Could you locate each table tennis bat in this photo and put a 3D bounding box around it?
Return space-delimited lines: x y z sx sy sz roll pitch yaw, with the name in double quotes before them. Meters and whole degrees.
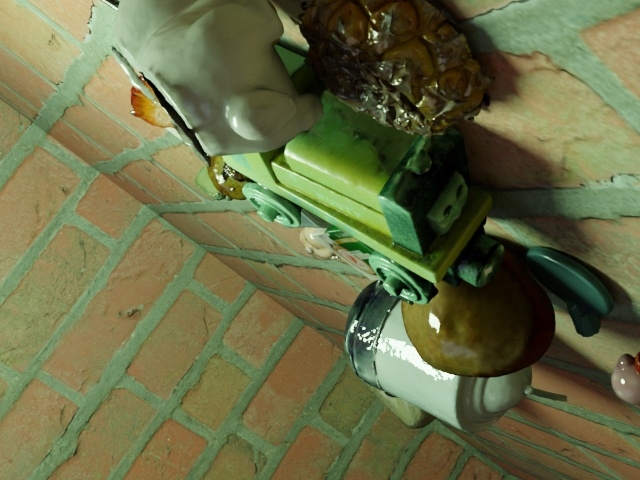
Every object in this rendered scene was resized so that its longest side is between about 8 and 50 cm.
"table tennis bat" 0.328 0.072 1.149 0.124 0.033 0.201 32 168 40

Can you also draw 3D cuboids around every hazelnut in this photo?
"hazelnut" 0.206 0.096 1.188 0.210 0.186 0.210 38 165 12

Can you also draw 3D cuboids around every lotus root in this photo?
"lotus root" -0.150 -0.119 1.576 0.191 0.095 0.108 136 114 -84

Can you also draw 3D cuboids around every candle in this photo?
"candle" 0.219 0.192 1.494 0.343 0.221 0.221 20 162 43

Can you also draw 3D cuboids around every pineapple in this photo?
"pineapple" 0.058 -0.163 0.825 0.225 0.076 0.225 33 167 9

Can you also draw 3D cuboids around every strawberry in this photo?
"strawberry" -0.231 -0.233 1.385 0.121 0.082 0.188 16 162 -9

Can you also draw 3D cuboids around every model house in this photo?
"model house" -0.206 -0.109 1.832 0.079 0.066 0.083 30 169 31

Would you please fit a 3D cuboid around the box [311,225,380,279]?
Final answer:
"box" 0.080 -0.003 1.426 0.135 0.081 0.199 36 171 -10

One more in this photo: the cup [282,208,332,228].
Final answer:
"cup" -0.036 -0.082 1.392 0.128 0.095 0.129 42 164 -24

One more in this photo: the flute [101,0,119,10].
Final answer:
"flute" -0.308 -0.345 1.263 0.270 0.014 0.014 33 169 4

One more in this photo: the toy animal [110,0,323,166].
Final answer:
"toy animal" -0.128 -0.208 0.874 0.325 0.154 0.208 51 172 15

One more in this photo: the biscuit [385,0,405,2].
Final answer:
"biscuit" -0.058 -0.262 0.645 0.388 0.107 0.073 26 163 37

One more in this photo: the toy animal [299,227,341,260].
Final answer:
"toy animal" 0.003 -0.006 1.665 0.084 0.089 0.150 12 165 -2

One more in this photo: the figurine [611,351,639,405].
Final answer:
"figurine" 0.443 0.195 1.245 0.083 0.067 0.071 52 146 -7

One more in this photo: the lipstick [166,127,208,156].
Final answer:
"lipstick" -0.242 -0.197 1.632 0.141 0.040 0.040 37 169 -18

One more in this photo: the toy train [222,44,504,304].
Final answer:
"toy train" 0.033 -0.079 1.054 0.397 0.160 0.253 30 164 26

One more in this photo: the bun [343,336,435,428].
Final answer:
"bun" 0.194 0.275 1.969 0.281 0.205 0.281 46 177 3
